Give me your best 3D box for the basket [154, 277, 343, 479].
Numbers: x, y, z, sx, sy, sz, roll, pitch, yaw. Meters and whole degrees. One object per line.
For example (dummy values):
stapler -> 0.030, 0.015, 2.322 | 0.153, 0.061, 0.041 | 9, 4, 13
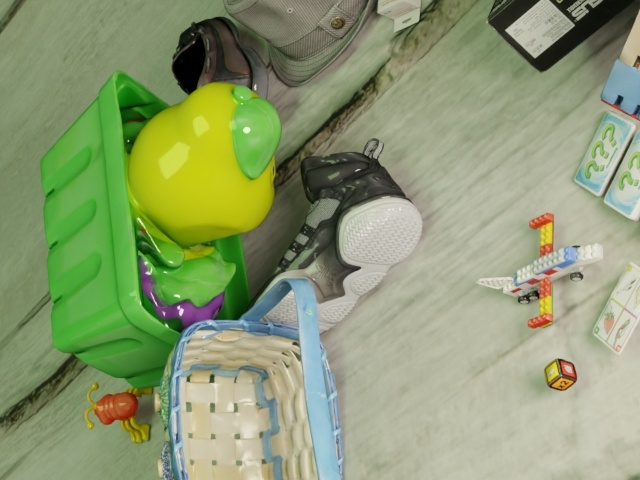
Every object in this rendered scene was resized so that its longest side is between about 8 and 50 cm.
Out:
basket -> -0.065, 0.201, 1.506 | 0.289, 0.201, 0.255 | -35, 55, 52

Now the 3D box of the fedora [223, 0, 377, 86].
fedora -> -0.034, -0.337, 1.750 | 0.275, 0.124, 0.244 | -38, 48, 40

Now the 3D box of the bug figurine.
bug figurine -> -0.242, 0.125, 1.895 | 0.216, 0.072, 0.279 | -24, 58, 47

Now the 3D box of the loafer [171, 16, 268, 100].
loafer -> -0.155, -0.238, 1.865 | 0.302, 0.095, 0.109 | -135, 50, -61

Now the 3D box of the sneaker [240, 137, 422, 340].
sneaker -> 0.000, 0.000, 1.595 | 0.268, 0.101, 0.153 | -41, 45, 29

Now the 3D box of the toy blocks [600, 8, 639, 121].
toy blocks -> 0.349, -0.247, 1.095 | 0.381, 0.191, 0.261 | -53, -14, -31

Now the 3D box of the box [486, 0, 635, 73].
box -> 0.256, -0.265, 1.310 | 0.180, 0.077, 0.147 | -39, 17, 39

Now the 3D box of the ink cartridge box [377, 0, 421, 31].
ink cartridge box -> 0.093, -0.293, 1.640 | 0.048, 0.028, 0.083 | -17, 63, 50

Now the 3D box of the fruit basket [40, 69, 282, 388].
fruit basket -> -0.156, -0.041, 1.688 | 0.392, 0.283, 0.392 | -17, 58, 28

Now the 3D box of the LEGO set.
LEGO set -> 0.242, 0.009, 1.283 | 0.244, 0.060, 0.182 | -65, 28, 13
